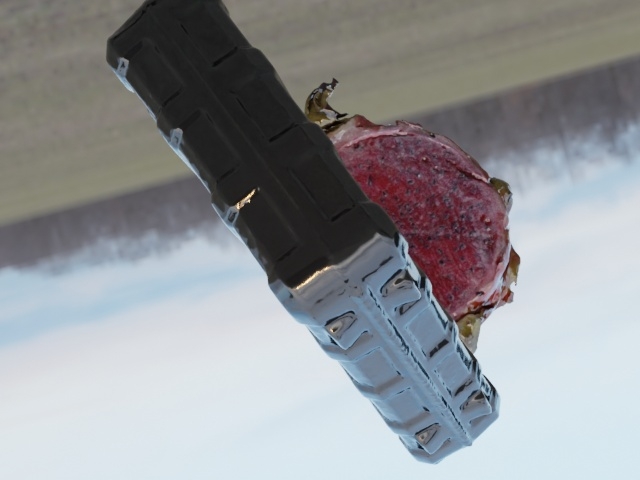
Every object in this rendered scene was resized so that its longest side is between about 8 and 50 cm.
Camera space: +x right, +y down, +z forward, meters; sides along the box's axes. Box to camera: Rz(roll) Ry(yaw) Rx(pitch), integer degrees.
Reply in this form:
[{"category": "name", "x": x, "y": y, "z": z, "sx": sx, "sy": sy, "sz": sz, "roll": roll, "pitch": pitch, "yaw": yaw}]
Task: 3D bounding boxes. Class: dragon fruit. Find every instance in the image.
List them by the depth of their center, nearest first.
[{"category": "dragon fruit", "x": 0.072, "y": -0.005, "z": 1.541, "sx": 0.211, "sy": 0.282, "sz": 0.147, "roll": -29, "pitch": 161, "yaw": -3}]

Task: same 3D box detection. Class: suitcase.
[{"category": "suitcase", "x": 0.000, "y": 0.000, "z": 0.923, "sx": 0.066, "sy": 0.206, "sz": 0.285, "roll": -37, "pitch": 151, "yaw": -1}]
